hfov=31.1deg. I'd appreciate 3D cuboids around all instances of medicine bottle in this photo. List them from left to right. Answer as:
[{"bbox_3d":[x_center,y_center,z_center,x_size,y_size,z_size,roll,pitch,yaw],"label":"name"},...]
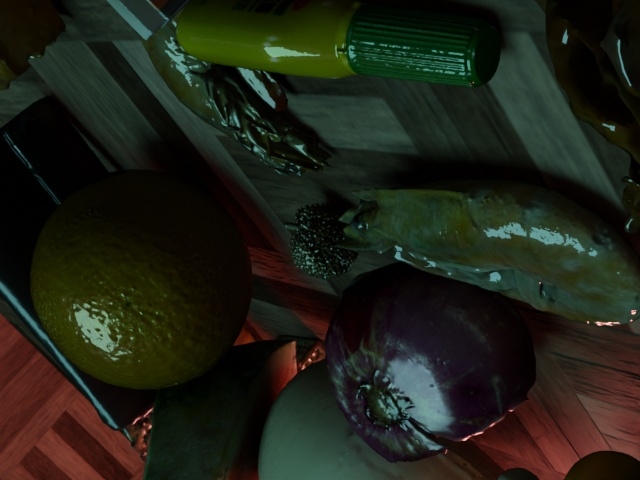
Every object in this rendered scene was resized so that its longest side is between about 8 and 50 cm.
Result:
[{"bbox_3d":[0.011,-0.151,0.856,0.260,0.095,0.064,15,121,34],"label":"medicine bottle"}]

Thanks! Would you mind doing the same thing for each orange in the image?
[{"bbox_3d":[-0.212,0.046,1.381,0.274,0.274,0.274,34,158,15],"label":"orange"}]

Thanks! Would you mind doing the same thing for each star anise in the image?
[{"bbox_3d":[0.224,-0.061,0.610,0.346,0.148,0.237,49,179,-30],"label":"star anise"}]

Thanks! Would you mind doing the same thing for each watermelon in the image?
[{"bbox_3d":[-0.116,0.255,1.421,0.193,0.310,0.232,9,129,-4],"label":"watermelon"}]

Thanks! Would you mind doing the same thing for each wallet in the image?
[{"bbox_3d":[-0.314,0.031,1.517,0.406,0.228,0.062,54,151,-17],"label":"wallet"}]

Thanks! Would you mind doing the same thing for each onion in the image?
[{"bbox_3d":[0.096,0.106,1.111,0.200,0.200,0.207,43,168,-9],"label":"onion"}]

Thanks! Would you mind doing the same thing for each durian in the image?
[{"bbox_3d":[0.000,0.000,1.180,0.091,0.080,0.080,17,170,-27],"label":"durian"}]

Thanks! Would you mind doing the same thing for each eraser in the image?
[{"bbox_3d":[-0.107,-0.212,0.876,0.052,0.122,0.029,45,162,-10],"label":"eraser"}]

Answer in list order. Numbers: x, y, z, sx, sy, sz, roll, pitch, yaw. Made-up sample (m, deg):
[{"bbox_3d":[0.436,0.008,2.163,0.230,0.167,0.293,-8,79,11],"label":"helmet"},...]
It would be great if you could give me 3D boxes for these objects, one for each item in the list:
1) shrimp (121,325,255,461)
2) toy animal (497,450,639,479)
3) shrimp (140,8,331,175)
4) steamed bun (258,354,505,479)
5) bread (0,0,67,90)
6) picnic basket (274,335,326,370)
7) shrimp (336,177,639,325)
[{"bbox_3d":[-0.238,0.142,1.644,0.085,0.272,0.445,-15,115,44],"label":"shrimp"},{"bbox_3d":[0.328,0.263,1.004,0.247,0.277,0.345,-37,124,26],"label":"toy animal"},{"bbox_3d":[-0.079,-0.149,1.083,0.236,0.053,0.133,43,139,2],"label":"shrimp"},{"bbox_3d":[0.080,0.313,1.344,0.374,0.241,0.374,41,179,1],"label":"steamed bun"},{"bbox_3d":[-0.396,-0.266,1.259,0.229,0.143,0.139,20,141,35],"label":"bread"},{"bbox_3d":[-0.059,0.248,1.623,0.134,0.196,0.154,48,159,-22],"label":"picnic basket"},{"bbox_3d":[0.138,0.010,0.982,0.317,0.077,0.168,10,147,48],"label":"shrimp"}]
